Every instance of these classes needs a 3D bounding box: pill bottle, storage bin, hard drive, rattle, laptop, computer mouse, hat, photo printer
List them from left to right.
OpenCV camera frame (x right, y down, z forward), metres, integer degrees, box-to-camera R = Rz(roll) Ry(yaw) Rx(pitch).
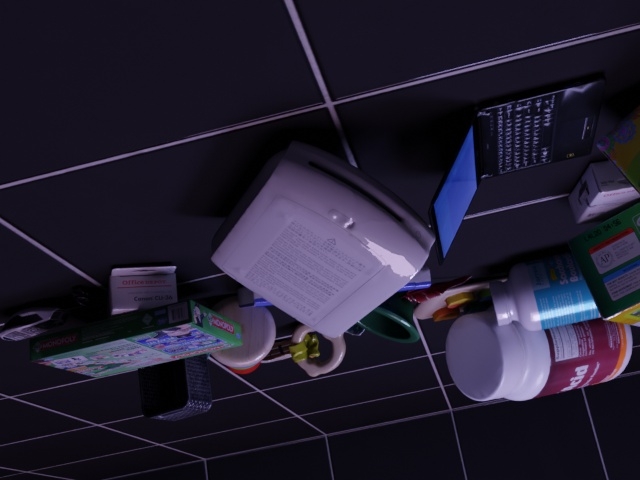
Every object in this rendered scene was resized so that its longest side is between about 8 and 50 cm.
[{"bbox_3d":[-0.490,0.131,1.589,0.193,0.042,0.106,-18,163,5],"label":"computer mouse"},{"bbox_3d":[-0.305,0.275,1.839,0.122,0.180,0.084,-20,156,24],"label":"storage bin"},{"bbox_3d":[0.000,0.000,1.247,0.256,0.107,0.307,33,147,-7],"label":"photo printer"},{"bbox_3d":[0.018,0.088,1.633,0.318,0.040,0.210,-5,176,-13],"label":"hard drive"},{"bbox_3d":[0.033,0.207,1.982,0.200,0.130,0.142,-49,156,18],"label":"rattle"},{"bbox_3d":[0.160,0.096,1.822,0.173,0.184,0.208,3,152,47],"label":"hat"},{"bbox_3d":[0.275,-0.089,1.242,0.264,0.137,0.234,-13,159,7],"label":"laptop"},{"bbox_3d":[0.491,0.237,1.993,0.392,0.224,0.224,-5,159,-32],"label":"pill bottle"},{"bbox_3d":[0.483,0.102,1.808,0.264,0.146,0.146,-14,158,9],"label":"pill bottle"}]

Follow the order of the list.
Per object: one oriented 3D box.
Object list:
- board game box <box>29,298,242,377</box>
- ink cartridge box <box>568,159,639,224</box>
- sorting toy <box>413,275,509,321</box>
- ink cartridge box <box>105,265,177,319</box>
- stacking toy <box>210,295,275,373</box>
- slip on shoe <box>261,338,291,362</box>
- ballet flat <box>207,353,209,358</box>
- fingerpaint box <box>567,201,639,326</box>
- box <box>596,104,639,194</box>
[{"bbox_3d":[-0.329,0.184,1.602,0.317,0.046,0.213,-14,160,14],"label":"board game box"},{"bbox_3d":[0.479,-0.083,1.460,0.099,0.056,0.135,-10,159,-5],"label":"ink cartridge box"},{"bbox_3d":[0.328,0.135,1.969,0.208,0.038,0.193,-5,158,-12],"label":"sorting toy"},{"bbox_3d":[-0.317,0.108,1.566,0.115,0.067,0.198,-3,158,-17],"label":"ink cartridge box"},{"bbox_3d":[-0.166,0.213,1.851,0.141,0.141,0.330,-8,166,-6],"label":"stacking toy"},{"bbox_3d":[-0.110,0.261,2.079,0.135,0.051,0.041,-11,158,-21],"label":"slip on shoe"},{"bbox_3d":[-0.323,0.275,2.014,0.068,0.072,0.213,31,142,-19],"label":"ballet flat"},{"bbox_3d":[0.709,-0.015,1.510,0.444,0.163,0.371,-33,153,30],"label":"fingerpaint box"},{"bbox_3d":[0.573,-0.054,1.202,0.177,0.290,0.279,-44,146,22],"label":"box"}]
